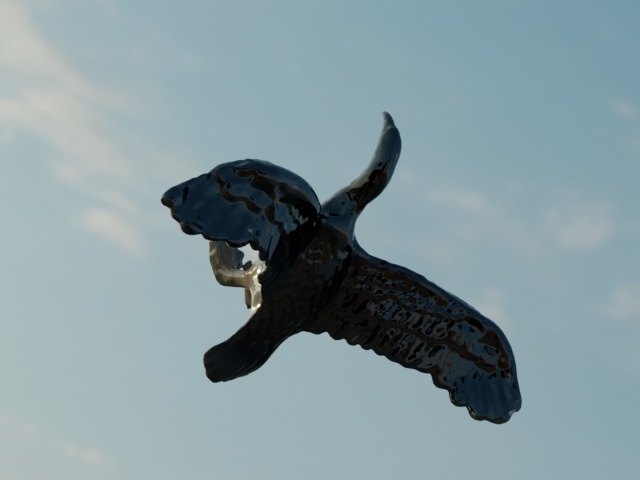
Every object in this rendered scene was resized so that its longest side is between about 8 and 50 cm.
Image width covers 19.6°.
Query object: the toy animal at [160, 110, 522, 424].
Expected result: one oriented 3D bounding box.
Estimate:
[{"bbox_3d":[-0.010,0.000,1.216,0.160,0.197,0.272,-24,-47,39],"label":"toy animal"}]
